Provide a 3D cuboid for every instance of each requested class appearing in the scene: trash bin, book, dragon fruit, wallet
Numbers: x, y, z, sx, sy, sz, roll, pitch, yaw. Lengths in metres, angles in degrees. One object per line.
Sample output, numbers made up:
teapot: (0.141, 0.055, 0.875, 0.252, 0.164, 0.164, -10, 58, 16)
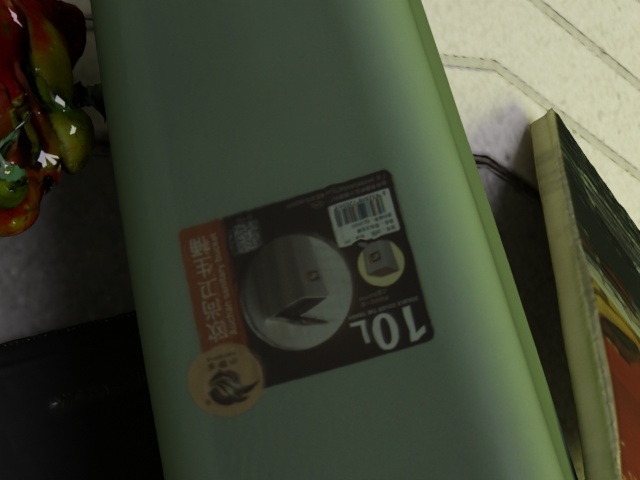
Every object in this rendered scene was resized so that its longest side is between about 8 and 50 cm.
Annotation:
trash bin: (0.000, 0.000, 0.661, 0.223, 0.158, 0.343, 42, 31, -73)
book: (0.218, 0.104, 0.858, 0.262, 0.028, 0.374, 49, 23, -25)
dragon fruit: (-0.156, -0.068, 0.663, 0.138, 0.175, 0.142, -22, 129, -29)
wallet: (-0.105, 0.113, 0.714, 0.250, 0.044, 0.149, -11, 88, -39)
